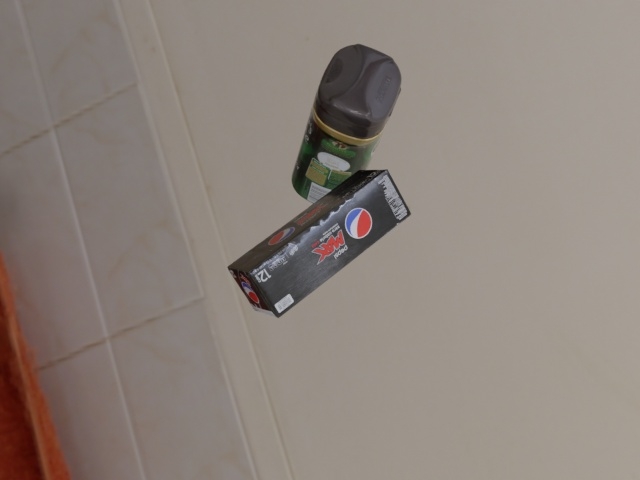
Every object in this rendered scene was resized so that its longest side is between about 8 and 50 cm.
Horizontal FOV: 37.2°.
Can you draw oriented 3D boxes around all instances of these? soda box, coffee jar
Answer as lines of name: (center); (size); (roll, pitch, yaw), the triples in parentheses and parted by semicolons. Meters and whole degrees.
soda box: (0.000, 0.000, 0.888); (0.169, 0.053, 0.060); (-36, -163, -19)
coffee jar: (0.025, -0.116, 0.991); (0.079, 0.096, 0.184); (22, 150, 0)
